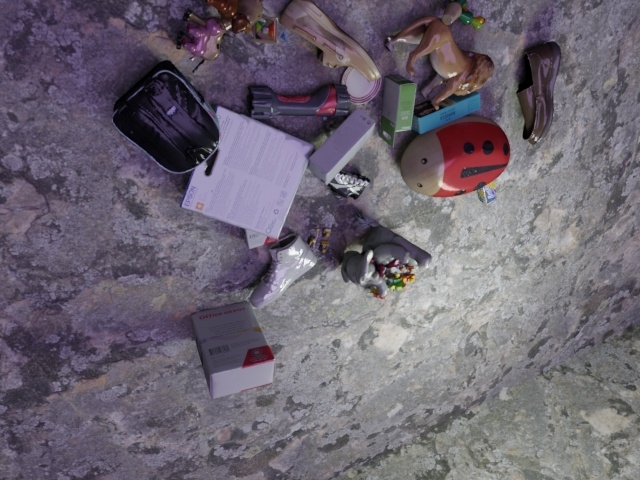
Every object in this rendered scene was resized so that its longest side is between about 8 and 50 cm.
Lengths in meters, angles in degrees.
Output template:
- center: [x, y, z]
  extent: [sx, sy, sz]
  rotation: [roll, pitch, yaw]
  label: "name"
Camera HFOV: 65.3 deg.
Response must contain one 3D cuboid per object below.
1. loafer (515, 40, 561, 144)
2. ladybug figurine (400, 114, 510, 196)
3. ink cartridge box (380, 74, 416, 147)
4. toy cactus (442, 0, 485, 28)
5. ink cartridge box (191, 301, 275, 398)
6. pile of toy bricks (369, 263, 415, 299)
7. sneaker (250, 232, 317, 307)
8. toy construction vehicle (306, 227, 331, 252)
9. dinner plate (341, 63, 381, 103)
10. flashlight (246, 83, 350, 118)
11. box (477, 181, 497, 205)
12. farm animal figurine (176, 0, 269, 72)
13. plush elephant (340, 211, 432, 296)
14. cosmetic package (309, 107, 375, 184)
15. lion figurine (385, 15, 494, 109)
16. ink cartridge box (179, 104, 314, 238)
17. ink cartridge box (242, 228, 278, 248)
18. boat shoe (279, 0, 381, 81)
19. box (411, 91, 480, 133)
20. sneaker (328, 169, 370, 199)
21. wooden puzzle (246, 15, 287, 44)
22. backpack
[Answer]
- center: [0.778, -0.536, 1.841]
  extent: [0.129, 0.134, 0.367]
  rotation: [-2, 114, 2]
  label: "loafer"
- center: [0.508, -0.286, 1.794]
  extent: [0.448, 0.162, 0.305]
  rotation: [-15, 129, -16]
  label: "ladybug figurine"
- center: [0.252, -0.424, 1.642]
  extent: [0.062, 0.109, 0.210]
  rotation: [-11, 125, -17]
  label: "ink cartridge box"
- center: [0.428, -0.719, 1.516]
  extent: [0.219, 0.112, 0.181]
  rotation: [52, 58, -33]
  label: "toy cactus"
- center: [-0.311, 0.378, 1.760]
  extent: [0.225, 0.306, 0.131]
  rotation: [-9, 125, -21]
  label: "ink cartridge box"
- center: [0.317, 0.173, 2.069]
  extent: [0.212, 0.105, 0.118]
  rotation: [-14, 126, -18]
  label: "pile of toy bricks"
- center: [-0.166, 0.095, 1.786]
  extent: [0.292, 0.108, 0.169]
  rotation: [-42, 128, -9]
  label: "sneaker"
- center: [0.000, 0.000, 1.843]
  extent: [0.085, 0.035, 0.098]
  rotation: [9, 116, -31]
  label: "toy construction vehicle"
- center: [0.129, -0.505, 1.588]
  extent: [0.141, 0.017, 0.141]
  rotation: [-13, 125, -20]
  label: "dinner plate"
- center: [-0.066, -0.423, 1.500]
  extent: [0.303, 0.103, 0.103]
  rotation: [-2, 126, -20]
  label: "flashlight"
- center: [0.665, -0.226, 2.015]
  extent: [0.059, 0.054, 0.169]
  rotation: [-32, 130, -4]
  label: "box"
- center: [-0.218, -0.599, 1.231]
  extent: [0.172, 0.330, 0.327]
  rotation: [12, 86, -29]
  label: "farm animal figurine"
- center: [0.211, 0.085, 1.867]
  extent: [0.329, 0.272, 0.256]
  rotation: [33, 89, -9]
  label: "plush elephant"
- center: [0.067, -0.298, 1.591]
  extent: [0.231, 0.085, 0.117]
  rotation: [-46, 172, -9]
  label: "cosmetic package"
- center: [0.390, -0.583, 1.581]
  extent: [0.240, 0.142, 0.392]
  rotation: [-41, 135, 15]
  label: "lion figurine"
- center: [-0.224, -0.205, 1.536]
  extent: [0.329, 0.071, 0.325]
  rotation: [19, 101, -24]
  label: "ink cartridge box"
- center: [-0.209, -0.061, 1.680]
  extent: [0.109, 0.063, 0.151]
  rotation: [-16, 125, -17]
  label: "ink cartridge box"
- center: [0.033, -0.561, 1.447]
  extent: [0.341, 0.122, 0.110]
  rotation: [33, 107, -27]
  label: "boat shoe"
- center: [0.417, -0.450, 1.716]
  extent: [0.244, 0.100, 0.060]
  rotation: [-24, 127, -11]
  label: "box"
- center: [0.061, -0.193, 1.719]
  extent: [0.234, 0.078, 0.106]
  rotation: [12, 112, -34]
  label: "sneaker"
- center: [-0.153, -0.577, 1.372]
  extent: [0.116, 0.014, 0.079]
  rotation: [1, 129, 5]
  label: "wooden puzzle"
- center: [-0.396, -0.317, 1.334]
  extent: [0.225, 0.191, 0.253]
  rotation: [-39, 120, 8]
  label: "backpack"
